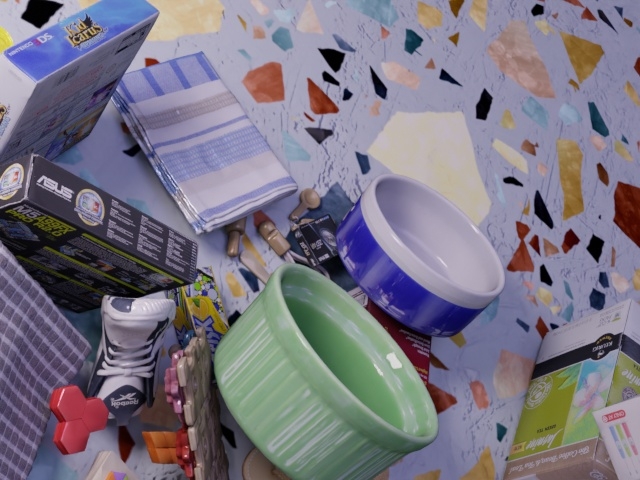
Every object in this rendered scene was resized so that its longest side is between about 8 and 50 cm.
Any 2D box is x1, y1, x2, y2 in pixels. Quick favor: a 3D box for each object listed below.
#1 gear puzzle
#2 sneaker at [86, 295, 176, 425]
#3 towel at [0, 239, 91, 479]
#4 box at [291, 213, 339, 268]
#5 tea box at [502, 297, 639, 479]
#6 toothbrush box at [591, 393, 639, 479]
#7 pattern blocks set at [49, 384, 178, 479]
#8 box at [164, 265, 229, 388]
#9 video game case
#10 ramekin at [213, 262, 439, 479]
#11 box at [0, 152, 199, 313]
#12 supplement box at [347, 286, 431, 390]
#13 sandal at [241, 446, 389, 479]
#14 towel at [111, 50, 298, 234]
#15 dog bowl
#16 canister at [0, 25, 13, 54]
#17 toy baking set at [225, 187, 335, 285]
[{"bbox_3d":[-0.152,0.286,1.305,0.044,0.175,0.339,-7,102,4],"label":"gear puzzle"},{"bbox_3d":[-0.237,0.153,1.292,0.094,0.235,0.153,5,78,-20],"label":"sneaker"},{"bbox_3d":[-0.385,0.146,1.159,0.283,0.121,0.235,65,31,-52],"label":"towel"},{"bbox_3d":[0.000,0.000,1.625,0.083,0.018,0.067,-24,84,-49],"label":"box"},{"bbox_3d":[0.525,0.339,1.739,0.329,0.220,0.323,38,52,-15],"label":"tea box"},{"bbox_3d":[0.585,0.253,1.543,0.283,0.206,0.122,-12,75,-36],"label":"toothbrush box"},{"bbox_3d":[-0.237,0.351,1.245,0.325,0.026,0.285,44,50,-40],"label":"pattern blocks set"},{"bbox_3d":[-0.166,0.125,1.455,0.059,0.054,0.169,-9,74,-38],"label":"box"},{"bbox_3d":[-0.342,-0.179,1.310,0.061,0.244,0.269,40,37,0],"label":"video game case"},{"bbox_3d":[0.001,0.190,1.376,0.303,0.148,0.303,42,16,-15],"label":"ramekin"},{"bbox_3d":[-0.316,0.002,1.249,0.270,0.216,0.060,31,52,-46],"label":"box"},{"bbox_3d":[0.098,0.196,1.598,0.130,0.073,0.239,23,59,-27],"label":"supplement box"},{"bbox_3d":[0.011,0.317,1.477,0.240,0.079,0.088,10,64,-31],"label":"sandal"},{"bbox_3d":[-0.177,-0.154,1.564,0.209,0.034,0.285,-26,77,-40],"label":"towel"},{"bbox_3d":[0.157,0.022,1.633,0.265,0.104,0.265,30,29,-18],"label":"dog bowl"},{"bbox_3d":[-0.459,-0.188,1.315,0.073,0.170,0.126,24,58,-25],"label":"canister"},{"bbox_3d":[-0.060,-0.008,1.606,0.197,0.030,0.256,23,58,-25],"label":"toy baking set"}]
